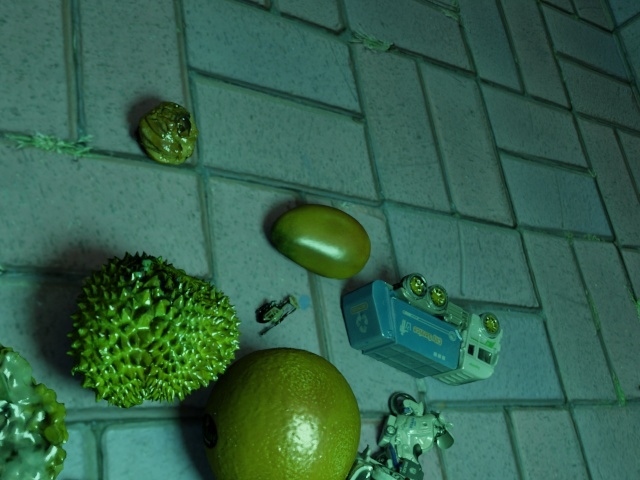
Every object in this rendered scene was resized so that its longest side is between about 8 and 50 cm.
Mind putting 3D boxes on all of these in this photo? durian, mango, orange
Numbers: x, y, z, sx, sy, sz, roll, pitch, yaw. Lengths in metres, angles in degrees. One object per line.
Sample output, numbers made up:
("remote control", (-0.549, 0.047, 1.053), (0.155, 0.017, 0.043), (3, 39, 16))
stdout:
("durian", (-0.270, 0.133, 1.191), (0.291, 0.291, 0.224), (-24, 119, -44))
("mango", (0.003, -0.004, 1.581), (0.221, 0.120, 0.151), (25, 54, -17))
("orange", (-0.063, 0.313, 1.256), (0.274, 0.274, 0.274), (19, 56, -31))

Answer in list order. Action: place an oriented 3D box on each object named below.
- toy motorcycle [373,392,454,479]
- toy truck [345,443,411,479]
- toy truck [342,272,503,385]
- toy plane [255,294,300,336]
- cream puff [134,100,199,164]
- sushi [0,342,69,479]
("toy motorcycle", (0.190, 0.416, 1.525), (0.150, 0.102, 0.221), (26, 47, 0))
("toy truck", (0.182, 0.518, 1.323), (0.388, 0.207, 0.173), (31, 86, -8))
("toy truck", (0.222, 0.194, 1.638), (0.367, 0.146, 0.175), (26, 60, -23))
("toy plane", (-0.087, 0.140, 1.492), (0.121, 0.031, 0.049), (-36, 97, -42))
("cream puff", (-0.294, -0.214, 1.472), (0.119, 0.104, 0.133), (21, 54, -21))
("sushi", (-0.523, 0.285, 0.912), (0.351, 0.240, 0.396), (33, 53, -23))
